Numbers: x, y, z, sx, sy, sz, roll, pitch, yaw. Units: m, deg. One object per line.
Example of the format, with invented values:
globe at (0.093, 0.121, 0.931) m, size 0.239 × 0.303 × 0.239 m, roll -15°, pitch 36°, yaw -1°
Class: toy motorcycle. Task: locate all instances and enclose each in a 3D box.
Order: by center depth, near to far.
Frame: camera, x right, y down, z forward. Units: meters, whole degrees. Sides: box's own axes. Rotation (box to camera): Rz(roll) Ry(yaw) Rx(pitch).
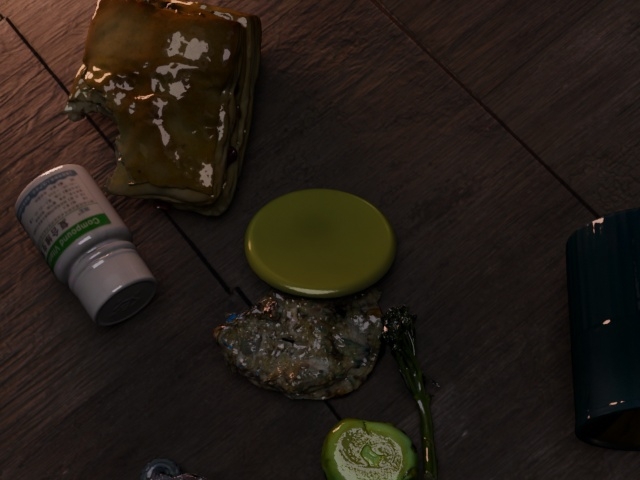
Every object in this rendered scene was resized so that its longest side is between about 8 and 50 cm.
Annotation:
toy motorcycle at (-0.177, 0.394, 1.807) m, size 0.213 × 0.082 × 0.122 m, roll 17°, pitch 61°, yaw 22°

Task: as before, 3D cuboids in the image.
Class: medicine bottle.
medicine bottle at (-0.361, 0.009, 1.950) m, size 0.139 × 0.139 × 0.237 m, roll -34°, pitch 70°, yaw -7°

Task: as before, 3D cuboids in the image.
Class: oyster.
oyster at (-0.028, 0.138, 1.888) m, size 0.260 × 0.092 × 0.198 m, roll 0°, pitch 72°, yaw 3°

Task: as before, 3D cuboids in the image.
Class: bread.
bread at (0.070, 0.317, 1.811) m, size 0.139 × 0.071 × 0.130 m, roll -9°, pitch 64°, yaw -4°
bread at (-0.260, -0.241, 2.010) m, size 0.314 × 0.191 × 0.369 m, roll 11°, pitch 71°, yaw 10°

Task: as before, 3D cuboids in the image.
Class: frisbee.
frisbee at (0.000, 0.000, 1.929) m, size 0.236 × 0.017 × 0.236 m, roll 1°, pitch 46°, yaw -1°

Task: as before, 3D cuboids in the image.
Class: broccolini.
broccolini at (0.133, 0.211, 1.814) m, size 0.062 × 0.123 × 0.271 m, roll -24°, pitch 61°, yaw 26°

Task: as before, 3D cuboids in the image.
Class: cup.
cup at (0.495, 0.121, 1.753) m, size 0.308 × 0.242 × 0.292 m, roll -5°, pitch 66°, yaw 7°
